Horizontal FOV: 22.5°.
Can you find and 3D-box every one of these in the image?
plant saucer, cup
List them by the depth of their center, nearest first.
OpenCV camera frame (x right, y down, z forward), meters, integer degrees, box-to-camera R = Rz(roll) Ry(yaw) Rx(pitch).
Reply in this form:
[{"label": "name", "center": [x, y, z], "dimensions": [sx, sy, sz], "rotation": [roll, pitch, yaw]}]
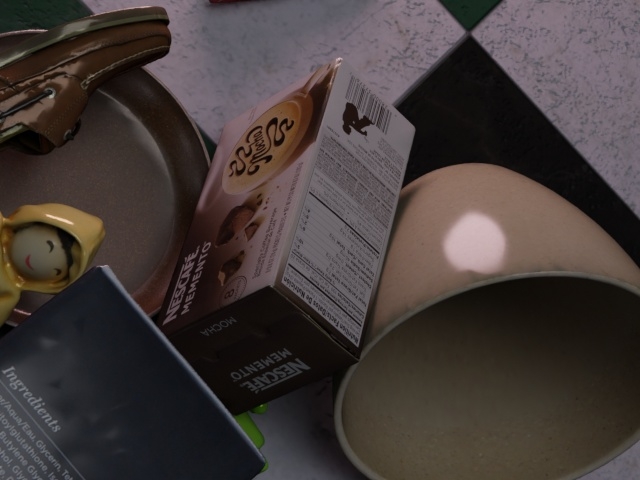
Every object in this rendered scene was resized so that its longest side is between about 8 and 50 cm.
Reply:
[{"label": "plant saucer", "center": [-0.252, -0.051, 1.534], "dimensions": [0.311, 0.050, 0.310], "rotation": [10, 66, -24]}, {"label": "cup", "center": [0.159, 0.062, 1.569], "dimensions": [0.331, 0.331, 0.237], "rotation": [12, 42, -22]}]

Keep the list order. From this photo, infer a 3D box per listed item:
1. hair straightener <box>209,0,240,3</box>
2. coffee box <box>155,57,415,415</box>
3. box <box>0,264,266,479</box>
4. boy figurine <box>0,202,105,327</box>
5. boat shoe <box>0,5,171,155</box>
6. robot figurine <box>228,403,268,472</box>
[{"label": "hair straightener", "center": [-0.030, -0.312, 1.748], "dimensions": [0.230, 0.047, 0.089], "rotation": [-13, 77, -30]}, {"label": "coffee box", "center": [-0.031, -0.006, 1.503], "dimensions": [0.119, 0.168, 0.297], "rotation": [41, 44, -27]}, {"label": "box", "center": [-0.289, 0.246, 1.257], "dimensions": [0.212, 0.293, 0.395], "rotation": [50, 58, -2]}, {"label": "boy figurine", "center": [-0.326, 0.030, 1.384], "dimensions": [0.285, 0.092, 0.177], "rotation": [-6, 104, -5]}, {"label": "boat shoe", "center": [-0.265, -0.125, 1.475], "dimensions": [0.307, 0.111, 0.104], "rotation": [-23, 86, -21]}, {"label": "robot figurine", "center": [-0.098, 0.177, 1.512], "dimensions": [0.101, 0.067, 0.115], "rotation": [-33, 87, -22]}]
